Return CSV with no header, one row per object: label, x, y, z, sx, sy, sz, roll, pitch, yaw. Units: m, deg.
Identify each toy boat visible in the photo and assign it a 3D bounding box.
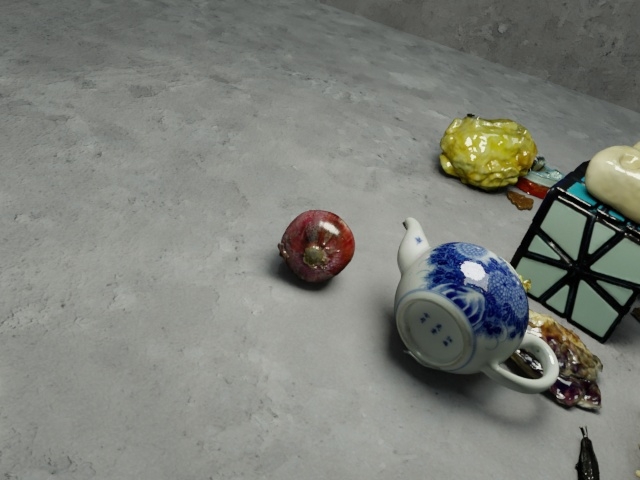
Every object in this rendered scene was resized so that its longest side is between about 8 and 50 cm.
toy boat,0.660,-0.261,1.970,0.145,0.133,0.332,-10,44,-35

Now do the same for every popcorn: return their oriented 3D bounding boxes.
popcorn,0.501,-0.276,1.859,0.286,0.215,0.252,7,42,-8
popcorn,0.457,0.105,1.448,0.068,0.059,0.083,-1,30,-24

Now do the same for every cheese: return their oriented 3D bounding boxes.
cheese,0.794,-0.100,1.319,0.351,0.129,0.328,-13,43,-34

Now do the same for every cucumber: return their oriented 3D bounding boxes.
cucumber,0.467,0.398,1.072,0.039,0.043,0.163,-17,21,26

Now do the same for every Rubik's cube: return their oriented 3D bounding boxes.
Rubik's cube,0.659,0.014,1.465,0.288,0.293,0.283,37,37,23

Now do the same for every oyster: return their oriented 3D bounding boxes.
oyster,0.468,0.211,1.276,0.271,0.100,0.275,22,28,-21

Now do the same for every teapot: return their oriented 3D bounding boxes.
teapot,0.287,0.118,1.183,0.424,0.252,0.280,46,46,16

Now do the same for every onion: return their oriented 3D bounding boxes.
onion,0.000,0.000,1.318,0.159,0.159,0.195,20,24,3

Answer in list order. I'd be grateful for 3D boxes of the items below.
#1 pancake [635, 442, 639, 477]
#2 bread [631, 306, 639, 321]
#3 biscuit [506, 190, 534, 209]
pancake,0.689,0.371,1.108,0.212,0.056,0.257,41,75,-10
bread,0.823,0.182,1.519,0.083,0.036,0.047,-2,43,-23
biscuit,0.602,-0.122,1.856,0.092,0.016,0.082,37,44,28
